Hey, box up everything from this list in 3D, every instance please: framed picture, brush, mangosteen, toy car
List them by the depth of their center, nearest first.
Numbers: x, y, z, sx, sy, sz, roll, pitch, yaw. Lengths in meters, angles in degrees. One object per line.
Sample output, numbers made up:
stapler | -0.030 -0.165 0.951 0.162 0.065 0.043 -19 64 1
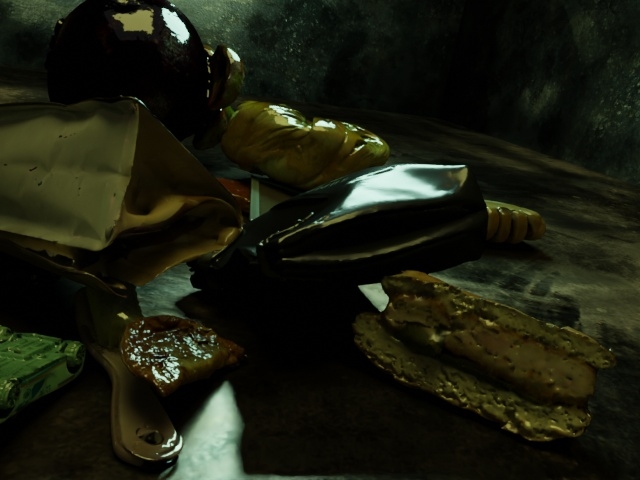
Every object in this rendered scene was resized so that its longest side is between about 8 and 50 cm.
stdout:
toy car | -0.274 0.118 0.514 0.094 0.058 0.186 11 7 4
brush | -0.196 0.102 0.602 0.072 0.067 0.313 1 23 -28
framed picture | -0.023 -0.043 1.121 0.231 0.018 0.293 17 18 -11
mangosteen | -0.374 -0.338 1.348 0.436 0.381 0.382 22 15 -17

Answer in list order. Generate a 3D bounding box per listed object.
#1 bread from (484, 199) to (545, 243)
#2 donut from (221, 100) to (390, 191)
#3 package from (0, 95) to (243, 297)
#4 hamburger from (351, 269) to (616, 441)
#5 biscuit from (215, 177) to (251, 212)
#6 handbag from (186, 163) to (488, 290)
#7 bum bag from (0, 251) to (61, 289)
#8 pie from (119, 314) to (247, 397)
bread | 0.348 -0.040 1.275 0.225 0.081 0.134 4 14 -13
donut | -0.029 -0.198 1.328 0.361 0.169 0.360 18 10 -3
package | -0.283 -0.029 0.689 0.312 0.164 0.221 8 -25 30
hamburger | 0.169 0.121 0.676 0.262 0.124 0.131 22 3 19
biscuit | -0.179 -0.080 1.171 0.192 0.036 0.186 8 18 -14
handbag | 0.000 0.000 0.787 0.288 0.152 0.342 -15 1 -37
bum bag | -0.399 0.043 0.688 0.198 0.049 0.087 -8 34 -39
pie | -0.138 0.106 0.592 0.088 0.033 0.191 43 8 12
